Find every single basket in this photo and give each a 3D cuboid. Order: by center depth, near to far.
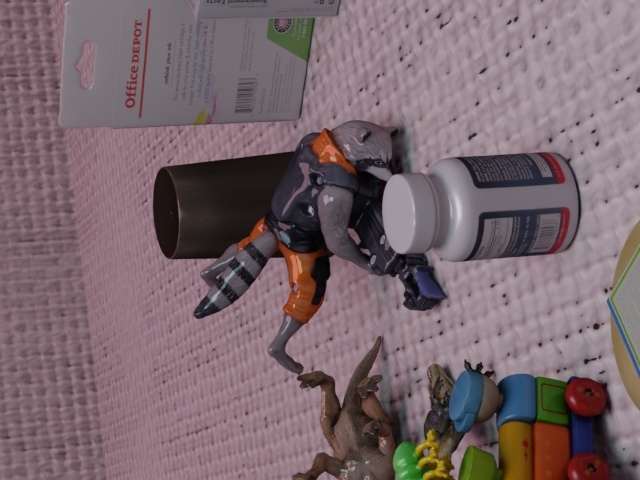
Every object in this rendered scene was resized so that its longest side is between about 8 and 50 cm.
[{"bbox_3d":[-0.106,-0.045,2.354,0.204,0.227,0.154,-156,64,-67],"label":"basket"}]

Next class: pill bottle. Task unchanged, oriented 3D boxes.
[{"bbox_3d":[0.160,-0.033,1.738,0.108,0.180,0.108,176,90,-69],"label":"pill bottle"}]

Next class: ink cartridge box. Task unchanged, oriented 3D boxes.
[{"bbox_3d":[-0.199,-0.272,2.375,0.119,0.354,0.207,-124,36,-51],"label":"ink cartridge box"}]

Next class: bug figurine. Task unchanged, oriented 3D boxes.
[{"bbox_3d":[0.121,0.320,1.694,0.279,0.072,0.216,63,-165,-54],"label":"bug figurine"}]

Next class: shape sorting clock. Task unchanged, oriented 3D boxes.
[{"bbox_3d":[0.321,0.067,1.536,0.206,0.040,0.206,179,90,-71],"label":"shape sorting clock"}]

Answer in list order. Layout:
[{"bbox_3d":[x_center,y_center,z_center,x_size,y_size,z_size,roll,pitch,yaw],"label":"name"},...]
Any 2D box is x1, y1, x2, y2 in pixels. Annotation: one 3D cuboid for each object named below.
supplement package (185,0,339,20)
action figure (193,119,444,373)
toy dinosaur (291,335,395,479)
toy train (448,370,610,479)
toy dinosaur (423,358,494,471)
[{"bbox_3d":[-0.101,-0.426,2.301,0.262,0.204,0.145,-119,31,-46],"label":"supplement package"},{"bbox_3d":[0.000,0.000,2.124,0.330,0.178,0.341,-59,38,17],"label":"action figure"},{"bbox_3d":[0.056,0.276,2.168,0.200,0.127,0.295,57,-157,-45],"label":"toy dinosaur"},{"bbox_3d":[0.198,0.240,1.666,0.105,0.143,0.248,114,165,-51],"label":"toy train"},{"bbox_3d":[0.143,0.205,1.921,0.268,0.064,0.118,-71,-1,-57],"label":"toy dinosaur"}]
